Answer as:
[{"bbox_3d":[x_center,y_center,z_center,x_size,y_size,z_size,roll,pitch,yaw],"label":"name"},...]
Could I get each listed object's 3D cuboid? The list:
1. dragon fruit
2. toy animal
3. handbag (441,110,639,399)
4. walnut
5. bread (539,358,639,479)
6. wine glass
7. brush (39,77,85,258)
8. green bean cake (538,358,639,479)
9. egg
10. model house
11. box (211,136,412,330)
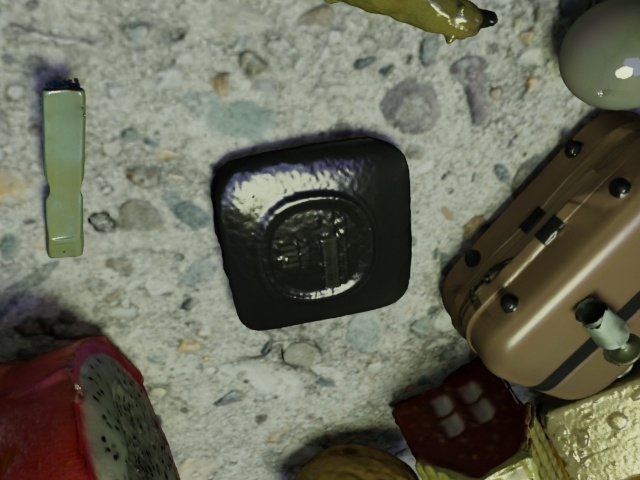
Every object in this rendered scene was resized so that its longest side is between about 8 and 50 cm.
[{"bbox_3d":[-0.240,0.229,0.629,0.189,0.291,0.291,-19,128,-6],"label":"dragon fruit"},{"bbox_3d":[0.032,-0.218,0.524,0.218,0.101,0.103,31,107,-35],"label":"toy animal"},{"bbox_3d":[0.318,0.039,0.789,0.283,0.149,0.302,30,107,-36],"label":"handbag"},{"bbox_3d":[0.042,0.330,0.876,0.184,0.155,0.155,8,133,26],"label":"walnut"},{"bbox_3d":[0.487,0.312,1.003,0.398,0.215,0.398,-11,132,-13],"label":"bread"},{"bbox_3d":[0.281,0.090,0.698,0.083,0.042,0.039,37,67,-32],"label":"wine glass"},{"bbox_3d":[-0.215,-0.056,0.592,0.033,0.030,0.178,-7,136,-26],"label":"brush"},{"bbox_3d":[0.361,0.212,0.838,0.179,0.085,0.109,-26,86,20],"label":"green bean cake"},{"bbox_3d":[0.284,-0.173,0.651,0.135,0.103,0.103,-16,128,-14],"label":"egg"},{"bbox_3d":[0.203,0.286,0.816,0.160,0.254,0.196,-25,104,3],"label":"model house"},{"bbox_3d":[0.000,0.000,0.702,0.201,0.042,0.212,-12,126,-11],"label":"box"}]
